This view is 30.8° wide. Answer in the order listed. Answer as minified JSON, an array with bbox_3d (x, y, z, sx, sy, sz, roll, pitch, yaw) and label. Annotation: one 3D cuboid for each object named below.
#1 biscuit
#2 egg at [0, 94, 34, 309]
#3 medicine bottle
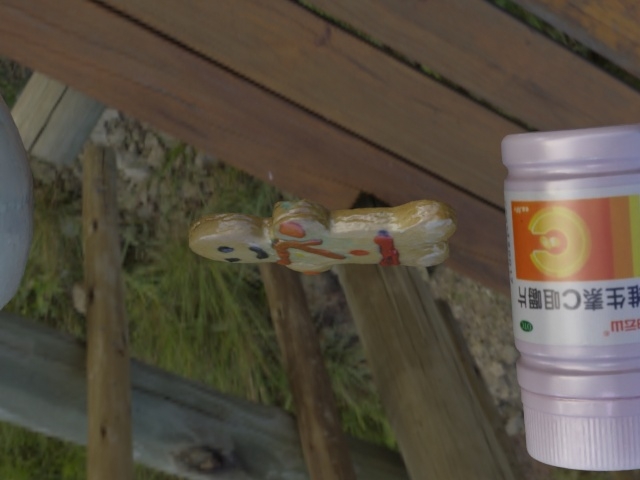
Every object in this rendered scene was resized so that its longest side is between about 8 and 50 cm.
[{"bbox_3d":[0.000,0.000,1.024,0.234,0.030,0.153,0,159,3],"label":"biscuit"},{"bbox_3d":[-0.308,-0.047,0.814,0.201,0.337,0.337,-16,126,-28],"label":"egg"},{"bbox_3d":[0.210,0.038,0.885,0.133,0.133,0.249,-5,96,-6],"label":"medicine bottle"}]
